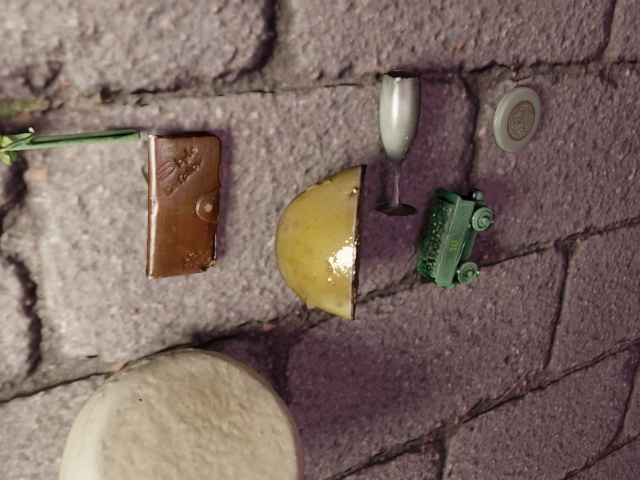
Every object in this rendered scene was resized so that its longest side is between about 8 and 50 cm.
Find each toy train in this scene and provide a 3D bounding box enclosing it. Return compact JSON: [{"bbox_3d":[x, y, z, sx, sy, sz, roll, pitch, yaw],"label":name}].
[{"bbox_3d":[0.211,-0.002,1.048,0.099,0.070,0.172,4,107,-29],"label":"toy train"}]

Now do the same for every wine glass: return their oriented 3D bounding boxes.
[{"bbox_3d":[0.111,-0.135,0.921,0.066,0.066,0.198,-14,117,-31],"label":"wine glass"}]

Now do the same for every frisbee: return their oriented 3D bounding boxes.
[{"bbox_3d":[0.325,-0.199,1.082,0.110,0.014,0.110,-15,117,-31],"label":"frisbee"}]

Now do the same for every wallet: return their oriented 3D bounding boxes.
[{"bbox_3d":[-0.163,-0.041,0.785,0.095,0.026,0.176,-8,114,-36],"label":"wallet"}]

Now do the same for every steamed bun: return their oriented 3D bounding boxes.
[{"bbox_3d":[-0.165,0.276,0.778,0.283,0.283,0.177,-3,147,-35],"label":"steamed bun"}]

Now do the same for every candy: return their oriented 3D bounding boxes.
[{"bbox_3d":[-0.302,-0.094,0.646,0.262,0.073,0.077,-13,135,-39],"label":"candy"}]

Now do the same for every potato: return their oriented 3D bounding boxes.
[{"bbox_3d":[0.000,0.000,0.864,0.117,0.182,0.202,4,103,8],"label":"potato"}]
